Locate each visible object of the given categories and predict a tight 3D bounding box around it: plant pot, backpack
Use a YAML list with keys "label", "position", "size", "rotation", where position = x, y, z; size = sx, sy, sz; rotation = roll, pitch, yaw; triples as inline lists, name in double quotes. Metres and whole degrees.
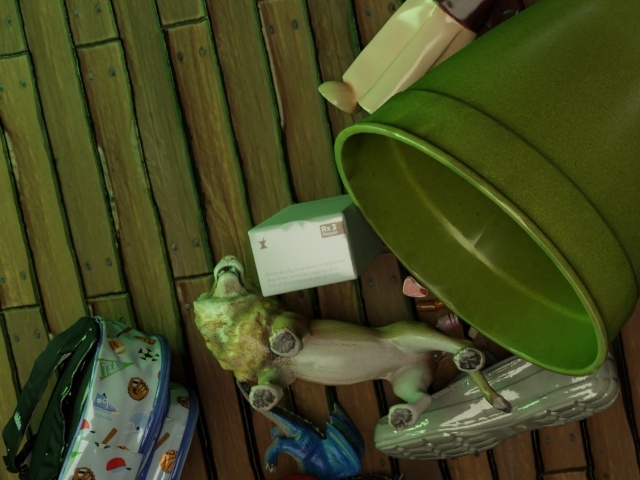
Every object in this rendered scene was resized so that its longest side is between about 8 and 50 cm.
- label: "plant pot"
  position: [0.269, -0.104, 1.432]
  size: [0.366, 0.366, 0.353]
  rotation: [45, 75, 0]
- label: "backpack"
  position: [-0.270, 0.235, 1.665]
  size: [0.213, 0.276, 0.263]
  rotation: [11, 97, -22]

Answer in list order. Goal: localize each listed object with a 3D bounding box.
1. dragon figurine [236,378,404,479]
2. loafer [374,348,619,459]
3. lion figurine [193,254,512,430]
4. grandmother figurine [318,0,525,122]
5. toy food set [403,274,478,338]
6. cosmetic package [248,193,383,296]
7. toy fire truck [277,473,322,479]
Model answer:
- label: "dragon figurine"
  position: [0.008, 0.269, 1.697]
  size: [0.144, 0.085, 0.289]
  rotation: [-25, 99, 12]
- label: "loafer"
  position: [0.214, 0.194, 1.646]
  size: [0.319, 0.112, 0.111]
  rotation: [-19, 60, 17]
- label: "lion figurine"
  position: [0.030, 0.136, 1.618]
  size: [0.392, 0.240, 0.142]
  rotation: [14, 99, -3]
- label: "grandmother figurine"
  position: [0.158, -0.272, 1.563]
  size: [0.208, 0.104, 0.342]
  rotation: [35, 108, -6]
- label: "toy food set"
  position: [0.155, 0.074, 1.667]
  size: [0.122, 0.019, 0.078]
  rotation: [29, 104, 4]
- label: "cosmetic package"
  position: [0.000, 0.000, 1.574]
  size: [0.117, 0.231, 0.085]
  rotation: [-11, 98, 13]
- label: "toy fire truck"
  position: [0.032, 0.355, 1.602]
  size: [0.217, 0.158, 0.246]
  rotation: [27, 108, -2]
